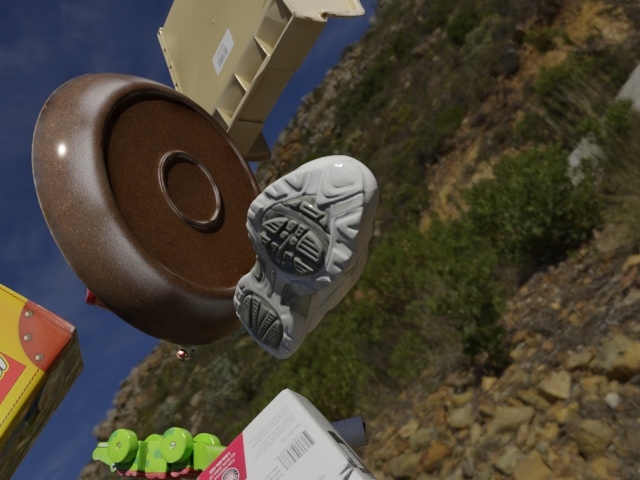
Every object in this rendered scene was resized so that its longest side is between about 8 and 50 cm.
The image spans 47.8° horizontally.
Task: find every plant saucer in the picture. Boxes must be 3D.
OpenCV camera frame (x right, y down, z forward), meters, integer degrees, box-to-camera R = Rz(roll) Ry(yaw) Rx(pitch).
[{"bbox_3d":[-0.149,-0.045,0.753,0.050,0.310,0.311,-25,-12,30],"label":"plant saucer"}]

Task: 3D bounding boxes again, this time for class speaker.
[{"bbox_3d":[0.018,0.359,1.309,0.136,0.055,0.055,-15,-22,3],"label":"speaker"}]

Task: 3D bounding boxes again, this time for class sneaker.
[{"bbox_3d":[0.000,0.000,0.595,0.115,0.090,0.232,-38,-14,-36],"label":"sneaker"}]

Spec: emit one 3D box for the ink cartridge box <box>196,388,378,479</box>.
[{"bbox_3d":[-0.011,0.216,0.591,0.109,0.150,0.063,-45,-31,-1],"label":"ink cartridge box"}]

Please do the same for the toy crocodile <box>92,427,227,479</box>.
[{"bbox_3d":[-0.311,0.427,1.412,0.341,0.105,0.115,-9,-25,29],"label":"toy crocodile"}]

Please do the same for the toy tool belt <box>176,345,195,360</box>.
[{"bbox_3d":[-0.255,0.177,1.347,0.051,0.052,0.083,84,-166,-61],"label":"toy tool belt"}]

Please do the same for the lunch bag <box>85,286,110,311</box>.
[{"bbox_3d":[-0.372,-0.016,1.464,0.258,0.120,0.293,-106,39,-70],"label":"lunch bag"}]

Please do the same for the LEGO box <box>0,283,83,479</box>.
[{"bbox_3d":[-0.508,0.300,0.862,0.500,0.193,0.372,-61,6,-22],"label":"LEGO box"}]

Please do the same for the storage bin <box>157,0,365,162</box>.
[{"bbox_3d":[-0.091,-0.280,0.953,0.123,0.260,0.262,0,-36,-36],"label":"storage bin"}]
